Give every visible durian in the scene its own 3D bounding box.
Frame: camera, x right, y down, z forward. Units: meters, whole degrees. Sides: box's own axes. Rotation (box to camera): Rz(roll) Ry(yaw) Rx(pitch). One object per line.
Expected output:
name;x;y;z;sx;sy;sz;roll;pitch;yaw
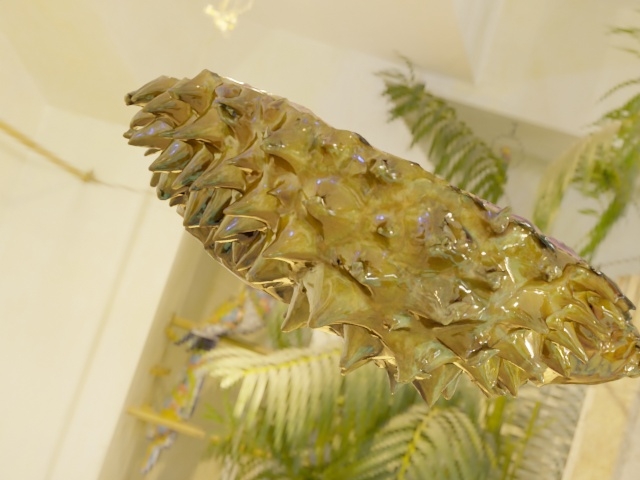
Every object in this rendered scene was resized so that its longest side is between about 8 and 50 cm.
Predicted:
durian;0.000;-0.001;0.583;0.341;0.112;0.191;29;5;31
